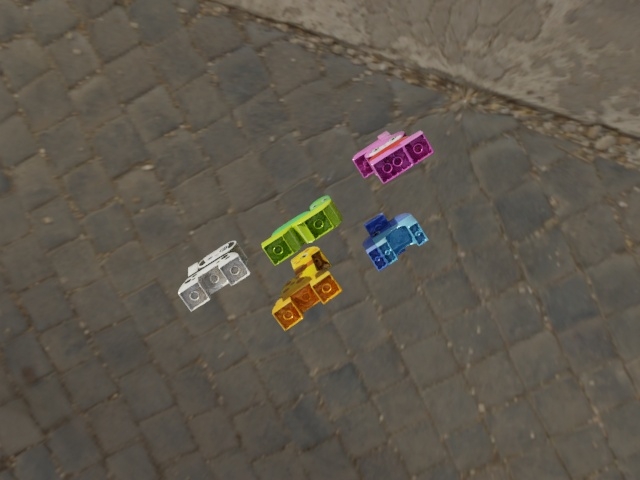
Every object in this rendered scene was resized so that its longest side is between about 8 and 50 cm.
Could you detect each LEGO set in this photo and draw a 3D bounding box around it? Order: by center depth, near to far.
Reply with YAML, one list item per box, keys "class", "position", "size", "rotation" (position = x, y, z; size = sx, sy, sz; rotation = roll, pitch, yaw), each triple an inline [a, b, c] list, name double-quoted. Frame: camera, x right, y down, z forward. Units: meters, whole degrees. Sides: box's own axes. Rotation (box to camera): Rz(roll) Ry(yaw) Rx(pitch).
- class: "LEGO set"
  position: [0.000, 0.000, 0.892]
  size: [0.227, 0.093, 0.087]
  rotation: [-32, 107, 2]
